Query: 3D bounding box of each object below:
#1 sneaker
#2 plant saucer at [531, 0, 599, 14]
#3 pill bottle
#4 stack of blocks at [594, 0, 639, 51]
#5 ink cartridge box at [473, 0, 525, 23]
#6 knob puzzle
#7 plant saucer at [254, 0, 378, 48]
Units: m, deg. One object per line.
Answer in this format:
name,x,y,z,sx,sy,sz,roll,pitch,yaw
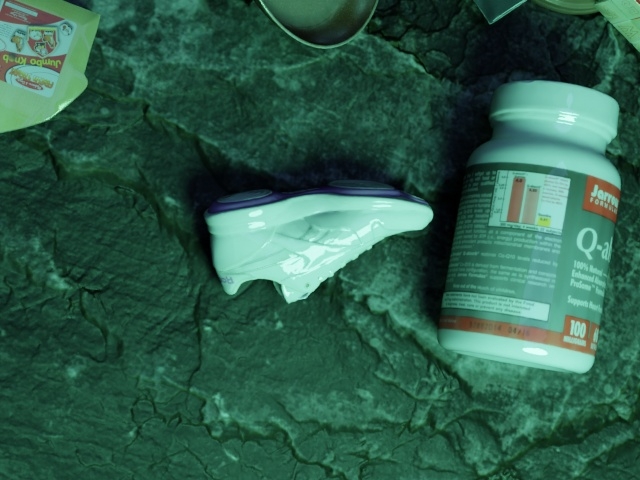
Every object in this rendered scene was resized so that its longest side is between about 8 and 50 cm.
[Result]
sneaker,0.000,0.000,1.427,0.305,0.114,0.152,-6,101,-11
plant saucer,0.374,-0.473,1.578,0.278,0.041,0.277,1,86,-15
pill bottle,0.286,-0.016,1.435,0.210,0.210,0.362,12,84,-13
stack of blocks,0.566,-0.316,1.571,0.297,0.087,0.171,40,78,-17
ink cartridge box,0.328,-0.458,1.473,0.333,0.065,0.165,-34,94,16
knob puzzle,-0.392,-0.226,1.367,0.213,0.030,0.213,1,86,-15
plant saucer,-0.022,-0.405,1.398,0.311,0.050,0.310,-2,92,-50
